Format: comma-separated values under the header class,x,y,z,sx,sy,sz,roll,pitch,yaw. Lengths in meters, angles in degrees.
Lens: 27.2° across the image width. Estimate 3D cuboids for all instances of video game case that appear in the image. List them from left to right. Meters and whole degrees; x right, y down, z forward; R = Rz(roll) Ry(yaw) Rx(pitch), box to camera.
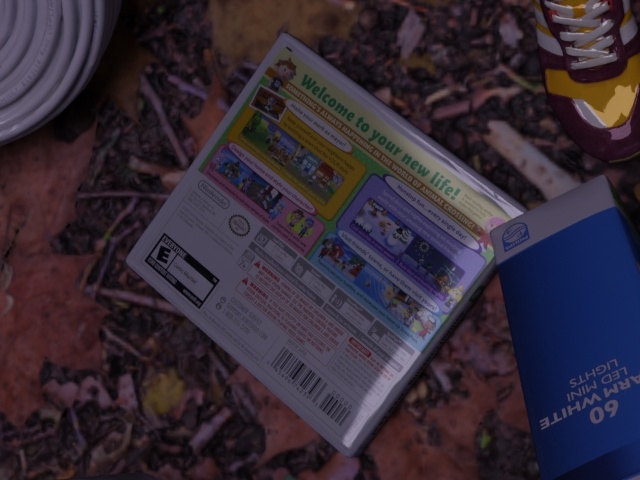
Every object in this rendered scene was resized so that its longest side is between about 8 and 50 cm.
class,x,y,z,sx,sy,sz,roll,pitch,yaw
video game case,0.000,0.000,0.863,0.212,0.023,0.193,39,99,21

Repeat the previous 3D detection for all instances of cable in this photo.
class,x,y,z,sx,sy,sz,roll,pitch,yaw
cable,-0.264,-0.181,0.886,0.257,0.089,0.257,-13,120,10

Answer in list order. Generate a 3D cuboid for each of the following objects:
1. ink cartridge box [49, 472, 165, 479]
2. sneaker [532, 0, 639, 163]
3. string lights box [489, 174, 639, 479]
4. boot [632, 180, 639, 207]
class,x,y,z,sx,sy,sz,roll,pitch,yaw
ink cartridge box,-0.106,0.275,0.797,0.171,0.168,0.233,11,89,22
sneaker,0.152,-0.137,0.783,0.069,0.084,0.185,-16,78,19
string lights box,0.159,0.097,0.653,0.077,0.133,0.260,-28,31,17
boot,0.325,-0.002,0.698,0.203,0.095,0.262,-45,67,11
